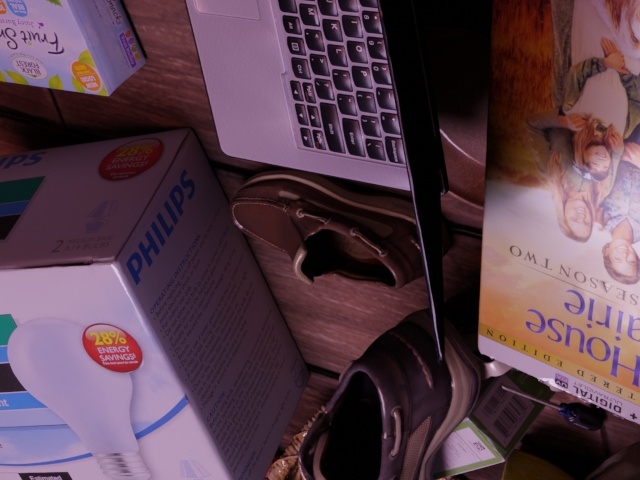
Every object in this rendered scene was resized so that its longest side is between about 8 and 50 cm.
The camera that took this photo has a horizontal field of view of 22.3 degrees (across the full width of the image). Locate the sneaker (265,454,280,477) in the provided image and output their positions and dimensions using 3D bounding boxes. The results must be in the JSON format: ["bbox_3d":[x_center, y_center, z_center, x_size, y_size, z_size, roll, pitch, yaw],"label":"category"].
[{"bbox_3d":[-0.097,0.272,2.030,0.118,0.107,0.279,1,137,28],"label":"sneaker"}]

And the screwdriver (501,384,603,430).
[{"bbox_3d":[0.222,0.157,1.540,0.025,0.024,0.170,26,-179,39],"label":"screwdriver"}]

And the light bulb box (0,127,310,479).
[{"bbox_3d":[-0.257,0.101,1.785,0.358,0.225,0.361,-6,127,27],"label":"light bulb box"}]

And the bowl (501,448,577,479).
[{"bbox_3d":[0.240,0.366,1.642,0.156,0.289,0.289,11,139,10],"label":"bowl"}]

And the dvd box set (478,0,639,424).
[{"bbox_3d":[0.265,-0.027,1.225,0.307,0.062,0.420,24,136,27],"label":"dvd box set"}]

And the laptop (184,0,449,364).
[{"bbox_3d":[-0.033,-0.160,1.277,0.408,0.236,0.382,13,127,37],"label":"laptop"}]

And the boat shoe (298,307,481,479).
[{"bbox_3d":[0.037,0.208,1.582,0.132,0.130,0.355,49,140,33],"label":"boat shoe"}]

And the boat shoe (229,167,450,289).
[{"bbox_3d":[-0.002,-0.006,1.596,0.257,0.095,0.095,9,134,40],"label":"boat shoe"}]

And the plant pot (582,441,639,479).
[{"bbox_3d":[0.362,0.335,1.451,0.305,0.334,0.334,56,146,-2],"label":"plant pot"}]

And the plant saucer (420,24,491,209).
[{"bbox_3d":[0.139,-0.109,1.391,0.198,0.036,0.199,26,143,22],"label":"plant saucer"}]

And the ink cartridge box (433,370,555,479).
[{"bbox_3d":[0.137,0.186,1.661,0.062,0.109,0.209,48,147,-8],"label":"ink cartridge box"}]

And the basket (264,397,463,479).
[{"bbox_3d":[0.052,0.367,1.858,0.299,0.213,0.223,37,147,7],"label":"basket"}]

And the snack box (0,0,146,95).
[{"bbox_3d":[-0.297,-0.243,1.651,0.207,0.070,0.174,13,137,38],"label":"snack box"}]

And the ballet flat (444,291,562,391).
[{"bbox_3d":[0.206,0.095,1.499,0.280,0.096,0.095,-11,119,50],"label":"ballet flat"}]
